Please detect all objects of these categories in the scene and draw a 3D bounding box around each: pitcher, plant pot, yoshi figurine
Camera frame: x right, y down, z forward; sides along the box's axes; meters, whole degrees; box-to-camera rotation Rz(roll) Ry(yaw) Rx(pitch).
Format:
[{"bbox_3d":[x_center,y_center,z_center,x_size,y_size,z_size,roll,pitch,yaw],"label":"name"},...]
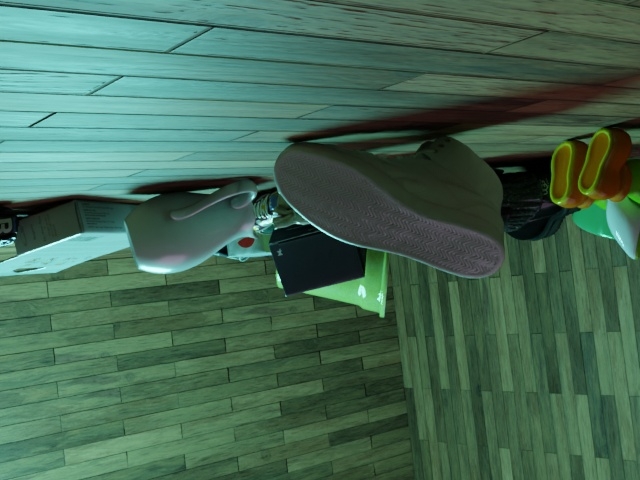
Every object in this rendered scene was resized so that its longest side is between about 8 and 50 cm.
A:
[{"bbox_3d":[-0.199,-0.033,1.417,0.207,0.126,0.178,-17,159,-14],"label":"pitcher"},{"bbox_3d":[0.032,0.031,2.074,0.253,0.276,0.276,4,178,3],"label":"plant pot"},{"bbox_3d":[0.541,-0.095,1.333,0.362,0.204,0.203,14,132,-14],"label":"yoshi figurine"}]

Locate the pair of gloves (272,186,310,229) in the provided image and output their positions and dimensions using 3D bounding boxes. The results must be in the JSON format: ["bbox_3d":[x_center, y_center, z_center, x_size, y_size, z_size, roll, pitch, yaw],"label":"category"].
[{"bbox_3d":[0.035,-0.066,1.296,0.204,0.042,0.240,-7,-165,4],"label":"pair of gloves"}]

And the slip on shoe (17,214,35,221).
[{"bbox_3d":[-0.491,-0.025,1.513,0.041,0.051,0.135,-42,160,15],"label":"slip on shoe"}]

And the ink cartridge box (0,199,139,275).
[{"bbox_3d":[-0.434,-0.001,1.529,0.238,0.060,0.275,-17,175,16],"label":"ink cartridge box"}]

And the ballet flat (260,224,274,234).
[{"bbox_3d":[-0.046,-0.056,1.904,0.213,0.072,0.068,-5,-155,-22],"label":"ballet flat"}]

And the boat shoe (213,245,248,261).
[{"bbox_3d":[-0.229,0.006,2.436,0.254,0.095,0.079,7,-179,-41],"label":"boat shoe"}]

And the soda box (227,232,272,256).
[{"bbox_3d":[-0.155,-0.007,2.268,0.098,0.091,0.286,-7,178,9],"label":"soda box"}]

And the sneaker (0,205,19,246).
[{"bbox_3d":[-0.497,-0.020,1.298,0.121,0.079,0.217,-9,-173,-19],"label":"sneaker"}]

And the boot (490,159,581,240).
[{"bbox_3d":[0.316,-0.061,1.682,0.260,0.131,0.348,-13,167,-4],"label":"boot"}]

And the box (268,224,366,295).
[{"bbox_3d":[0.000,0.000,1.657,0.153,0.108,0.207,-14,-160,11],"label":"box"}]

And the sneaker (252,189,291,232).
[{"bbox_3d":[-0.089,-0.059,1.589,0.185,0.070,0.084,-14,168,15],"label":"sneaker"}]

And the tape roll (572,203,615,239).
[{"bbox_3d":[0.628,-0.077,1.658,0.321,0.077,0.321,-5,-162,2],"label":"tape roll"}]

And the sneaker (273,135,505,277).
[{"bbox_3d":[0.092,-0.072,1.117,0.292,0.169,0.108,24,131,-6],"label":"sneaker"}]
